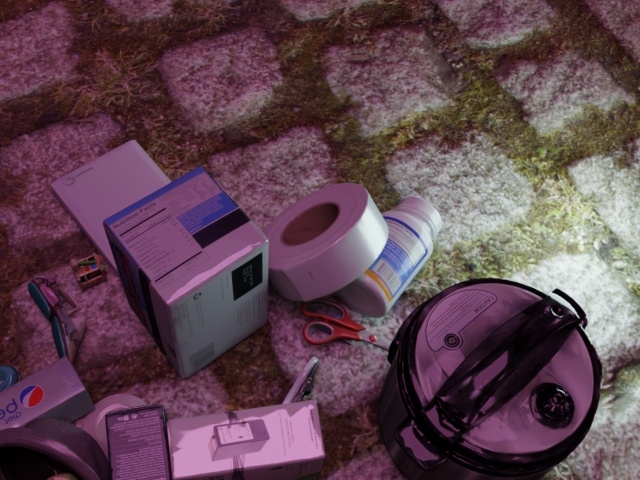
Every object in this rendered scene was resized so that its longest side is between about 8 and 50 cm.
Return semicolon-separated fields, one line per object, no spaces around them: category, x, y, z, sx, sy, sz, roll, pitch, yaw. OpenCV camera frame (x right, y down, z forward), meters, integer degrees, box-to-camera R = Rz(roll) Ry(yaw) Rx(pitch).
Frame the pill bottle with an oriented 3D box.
pill bottle;0.156;0.029;1.741;0.152;0.152;0.272;33;60;15

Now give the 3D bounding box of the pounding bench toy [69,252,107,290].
pounding bench toy;-0.507;0.059;1.702;0.065;0.083;0.052;-25;63;-18

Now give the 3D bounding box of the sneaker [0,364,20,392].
sneaker;-0.727;0.304;1.514;0.275;0.110;0.107;-14;60;-14

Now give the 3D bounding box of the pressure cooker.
pressure cooker;0.311;0.272;1.444;0.376;0.420;0.370;7;60;-1

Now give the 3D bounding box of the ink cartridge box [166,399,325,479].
ink cartridge box;-0.139;0.397;1.456;0.273;0.198;0.114;-6;60;-8

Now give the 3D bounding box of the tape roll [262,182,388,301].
tape roll;0.000;0.000;1.681;0.286;0.100;0.286;-25;28;14

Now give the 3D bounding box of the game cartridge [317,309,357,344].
game cartridge;0.042;0.189;1.711;0.083;0.017;0.056;26;56;11

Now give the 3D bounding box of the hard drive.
hard drive;-0.431;-0.062;1.807;0.233;0.047;0.353;-34;66;-23

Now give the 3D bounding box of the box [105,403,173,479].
box;-0.326;0.426;1.437;0.108;0.153;0.207;-7;64;-11

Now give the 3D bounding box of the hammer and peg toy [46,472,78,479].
hammer and peg toy;-0.522;0.562;1.301;0.266;0.127;0.361;8;79;0

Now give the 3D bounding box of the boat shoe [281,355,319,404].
boat shoe;-0.037;0.307;1.614;0.040;0.049;0.142;31;67;7

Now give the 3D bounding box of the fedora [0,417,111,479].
fedora;-0.478;0.427;1.426;0.275;0.243;0.124;29;28;1

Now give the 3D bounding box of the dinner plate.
dinner plate;-0.404;0.372;1.556;0.141;0.017;0.141;2;56;-3

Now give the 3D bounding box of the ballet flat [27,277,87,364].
ballet flat;-0.544;0.162;1.648;0.079;0.077;0.221;-15;58;-36

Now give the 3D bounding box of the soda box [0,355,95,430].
soda box;-0.592;0.348;1.503;0.286;0.098;0.091;-29;60;-22

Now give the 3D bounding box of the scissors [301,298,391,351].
scissors;0.099;0.197;1.691;0.297;0.021;0.109;12;60;-3

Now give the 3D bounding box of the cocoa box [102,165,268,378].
cocoa box;-0.258;0.070;1.562;0.231;0.347;0.228;-33;66;-22
